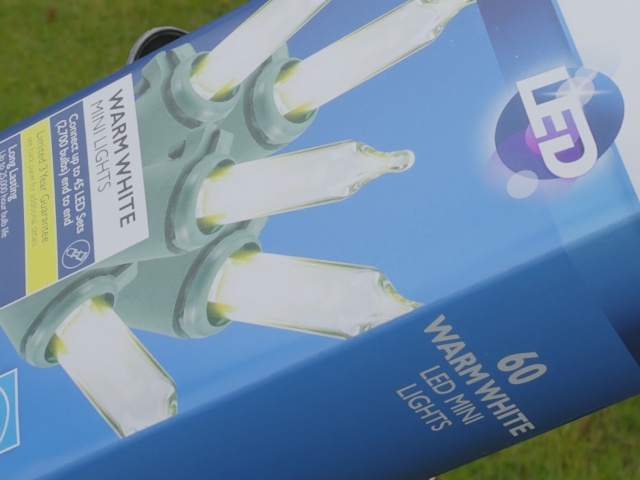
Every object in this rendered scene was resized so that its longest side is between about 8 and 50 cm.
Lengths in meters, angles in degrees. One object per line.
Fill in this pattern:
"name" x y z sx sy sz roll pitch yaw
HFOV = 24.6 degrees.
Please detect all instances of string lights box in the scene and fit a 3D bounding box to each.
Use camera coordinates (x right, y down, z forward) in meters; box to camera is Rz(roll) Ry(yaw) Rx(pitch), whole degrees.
"string lights box" 0.000 0.000 0.410 0.259 0.077 0.133 -26 48 15

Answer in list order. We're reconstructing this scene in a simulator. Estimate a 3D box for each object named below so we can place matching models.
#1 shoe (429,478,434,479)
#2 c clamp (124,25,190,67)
"shoe" 0.045 0.214 1.023 0.178 0.081 0.063 -53 21 -10
"c clamp" -0.082 -0.064 0.938 0.160 0.137 0.022 7 -7 -44
